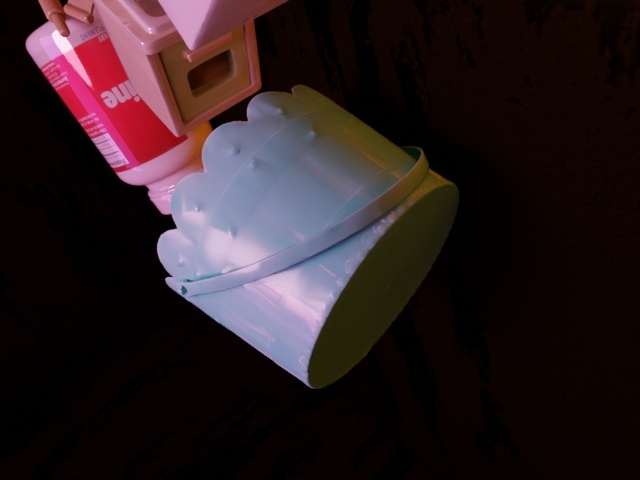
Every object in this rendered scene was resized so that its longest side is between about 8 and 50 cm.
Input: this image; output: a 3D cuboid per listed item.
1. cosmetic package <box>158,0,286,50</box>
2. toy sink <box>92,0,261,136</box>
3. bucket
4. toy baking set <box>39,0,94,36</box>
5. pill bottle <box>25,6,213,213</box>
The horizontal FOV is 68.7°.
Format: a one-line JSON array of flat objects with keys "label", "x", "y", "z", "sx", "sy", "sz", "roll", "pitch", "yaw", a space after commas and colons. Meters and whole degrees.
[{"label": "cosmetic package", "x": -0.085, "y": -0.299, "z": 0.328, "sx": 0.224, "sy": 0.138, "sz": 0.225, "roll": 58, "pitch": 163, "yaw": -15}, {"label": "toy sink", "x": -0.176, "y": -0.272, "z": 0.592, "sx": 0.131, "sy": 0.153, "sz": 0.234, "roll": 47, "pitch": 161, "yaw": 19}, {"label": "bucket", "x": 0.000, "y": 0.000, "z": 0.490, "sx": 0.183, "sy": 0.281, "sz": 0.281, "roll": 35, "pitch": 157, "yaw": 24}, {"label": "toy baking set", "x": -0.401, "y": -0.461, "z": 0.757, "sx": 0.256, "sy": 0.197, "sz": 0.030, "roll": 55, "pitch": -162, "yaw": 17}, {"label": "pill bottle", "x": -0.372, "y": -0.266, "z": 0.973, "sx": 0.229, "sy": 0.229, "sz": 0.407, "roll": 24, "pitch": 148, "yaw": 57}]
